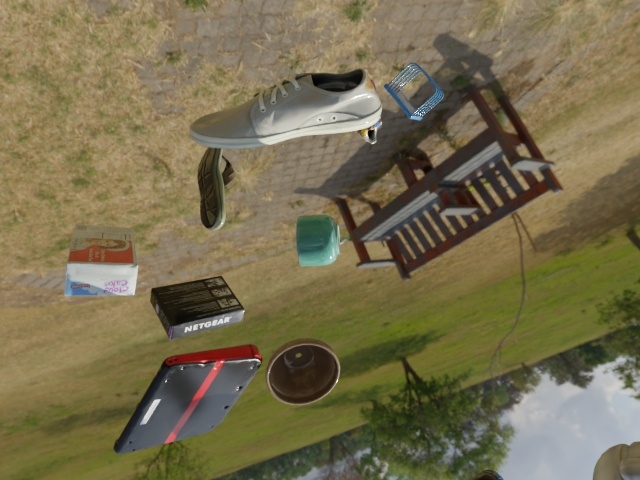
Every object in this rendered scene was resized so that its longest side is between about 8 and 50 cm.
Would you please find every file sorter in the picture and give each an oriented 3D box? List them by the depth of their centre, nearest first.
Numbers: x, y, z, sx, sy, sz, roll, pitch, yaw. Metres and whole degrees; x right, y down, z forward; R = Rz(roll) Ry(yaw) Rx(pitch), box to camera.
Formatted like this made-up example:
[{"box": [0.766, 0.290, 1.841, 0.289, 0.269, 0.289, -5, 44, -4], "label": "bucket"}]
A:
[{"box": [0.273, -0.425, 1.222, 0.104, 0.118, 0.170, -40, 176, 26], "label": "file sorter"}]

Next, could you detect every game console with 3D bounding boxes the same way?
[{"box": [-0.375, 0.458, 1.256, 0.342, 0.060, 0.386, 10, 120, -47], "label": "game console"}]

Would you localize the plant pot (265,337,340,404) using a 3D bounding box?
[{"box": [-0.064, 0.403, 1.385, 0.238, 0.237, 0.109, -20, -157, -5], "label": "plant pot"}]

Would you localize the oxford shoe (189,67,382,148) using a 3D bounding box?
[{"box": [-0.084, -0.309, 0.984, 0.450, 0.169, 0.130, -9, 133, 1], "label": "oxford shoe"}]

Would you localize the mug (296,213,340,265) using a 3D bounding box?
[{"box": [-0.001, -0.006, 1.079, 0.098, 0.129, 0.157, -3, -157, 7], "label": "mug"}]

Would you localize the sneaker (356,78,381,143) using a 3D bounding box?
[{"box": [0.139, -0.356, 1.187, 0.070, 0.084, 0.185, -30, 149, -14], "label": "sneaker"}]

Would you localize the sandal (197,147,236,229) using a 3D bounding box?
[{"box": [-0.294, -0.167, 1.237, 0.086, 0.302, 0.120, 10, 156, -38], "label": "sandal"}]

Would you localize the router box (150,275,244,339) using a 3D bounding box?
[{"box": [-0.289, 0.152, 1.009, 0.179, 0.133, 0.046, -8, 130, -38], "label": "router box"}]

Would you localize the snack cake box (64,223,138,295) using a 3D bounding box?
[{"box": [-0.566, 0.045, 1.115, 0.152, 0.264, 0.089, 5, 109, -27], "label": "snack cake box"}]

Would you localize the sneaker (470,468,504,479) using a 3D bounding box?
[{"box": [0.237, 0.464, 0.718, 0.188, 0.067, 0.078, -51, 138, -2], "label": "sneaker"}]

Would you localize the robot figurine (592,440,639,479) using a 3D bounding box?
[{"box": [0.641, 0.445, 0.730, 0.300, 0.199, 0.354, 42, 130, -17], "label": "robot figurine"}]
